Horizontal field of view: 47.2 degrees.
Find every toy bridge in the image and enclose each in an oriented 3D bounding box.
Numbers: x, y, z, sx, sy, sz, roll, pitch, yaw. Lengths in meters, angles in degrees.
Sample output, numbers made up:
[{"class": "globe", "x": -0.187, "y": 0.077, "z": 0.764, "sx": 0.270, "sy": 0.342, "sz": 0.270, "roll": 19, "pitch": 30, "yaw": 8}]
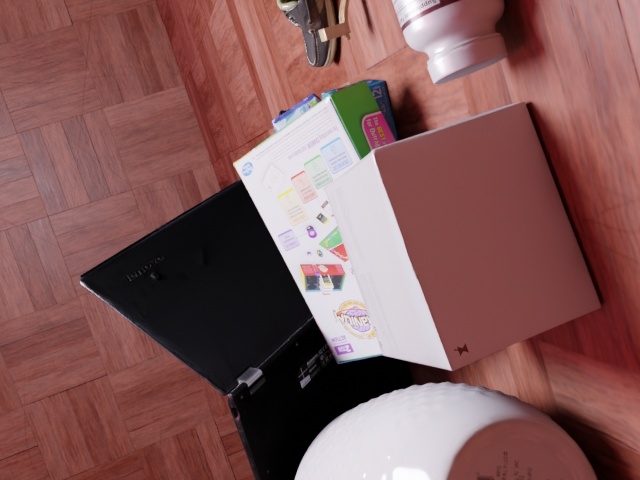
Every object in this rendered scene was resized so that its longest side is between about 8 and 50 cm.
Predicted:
[{"class": "toy bridge", "x": 0.007, "y": -0.332, "z": 0.871, "sx": 0.026, "sy": 0.063, "sz": 0.188, "roll": -146, "pitch": 37, "yaw": -70}]

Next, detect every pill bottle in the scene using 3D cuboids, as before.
[{"class": "pill bottle", "x": 0.100, "y": -0.213, "z": 0.605, "sx": 0.086, "sy": 0.086, "sz": 0.152, "roll": 172, "pitch": 78, "yaw": -77}]

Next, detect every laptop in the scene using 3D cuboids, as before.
[{"class": "laptop", "x": -0.079, "y": 0.152, "z": 1.112, "sx": 0.236, "sy": 0.382, "sz": 0.407, "roll": 2, "pitch": 118, "yaw": 37}]

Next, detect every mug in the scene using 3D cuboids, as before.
[{"class": "mug", "x": 0.125, "y": 0.334, "z": 0.771, "sx": 0.328, "sy": 0.276, "sz": 0.374, "roll": 129, "pitch": 158, "yaw": -64}]

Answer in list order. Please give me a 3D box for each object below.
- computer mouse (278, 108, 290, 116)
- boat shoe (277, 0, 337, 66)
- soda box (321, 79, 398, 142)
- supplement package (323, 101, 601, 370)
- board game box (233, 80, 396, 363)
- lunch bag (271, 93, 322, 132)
[{"class": "computer mouse", "x": -0.055, "y": -0.166, "z": 1.324, "sx": 0.193, "sy": 0.042, "sz": 0.106, "roll": -91, "pitch": -12, "yaw": -67}, {"class": "boat shoe", "x": -0.024, "y": -0.329, "z": 0.986, "sx": 0.223, "sy": 0.073, "sz": 0.080, "roll": 85, "pitch": 161, "yaw": -49}, {"class": "soda box", "x": 0.067, "y": -0.101, "z": 0.964, "sx": 0.071, "sy": 0.067, "sz": 0.210, "roll": -143, "pitch": 35, "yaw": -68}, {"class": "supplement package", "x": 0.120, "y": 0.002, "z": 0.698, "sx": 0.203, "sy": 0.149, "sz": 0.194, "roll": 156, "pitch": 94, "yaw": -78}, {"class": "board game box", "x": 0.037, "y": -0.007, "z": 0.931, "sx": 0.242, "sy": 0.064, "sz": 0.316, "roll": -22, "pitch": 96, "yaw": 53}, {"class": "lunch bag", "x": 0.016, "y": -0.128, "z": 1.087, "sx": 0.151, "sy": 0.096, "sz": 0.128, "roll": 25, "pitch": -142, "yaw": -65}]
